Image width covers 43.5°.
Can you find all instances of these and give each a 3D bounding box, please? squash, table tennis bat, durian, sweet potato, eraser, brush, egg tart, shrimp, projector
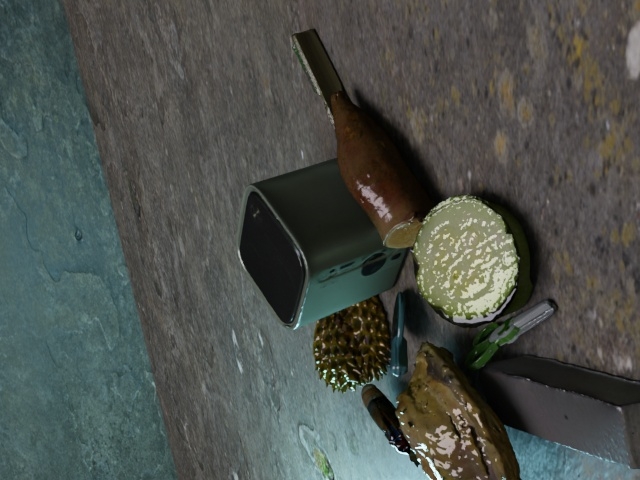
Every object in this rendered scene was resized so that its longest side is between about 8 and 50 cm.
[{"bbox_3d":[0.271,0.031,1.347,0.220,0.133,0.220,11,104,49],"label":"squash"},{"bbox_3d":[0.156,0.189,1.591,0.201,0.033,0.124,-82,-4,-53],"label":"table tennis bat"},{"bbox_3d":[0.060,0.229,1.778,0.153,0.186,0.261,25,143,60],"label":"durian"},{"bbox_3d":[0.092,-0.139,1.483,0.337,0.131,0.131,58,150,18],"label":"sweet potato"},{"bbox_3d":[0.405,0.264,1.273,0.352,0.077,0.111,6,117,59],"label":"eraser"},{"bbox_3d":[0.018,-0.287,1.592,0.282,0.054,0.048,64,161,8],"label":"brush"},{"bbox_3d":[0.236,0.353,1.457,0.352,0.150,0.352,63,175,10],"label":"egg tart"},{"bbox_3d":[0.174,0.413,1.696,0.222,0.054,0.290,52,179,-12],"label":"shrimp"},{"bbox_3d":[0.000,0.000,1.610,0.248,0.249,0.249,53,148,29],"label":"projector"}]

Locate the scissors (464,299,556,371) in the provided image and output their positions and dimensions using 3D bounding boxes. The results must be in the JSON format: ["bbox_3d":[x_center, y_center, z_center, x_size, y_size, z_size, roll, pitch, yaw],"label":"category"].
[{"bbox_3d":[0.319,0.153,1.354,0.027,0.101,0.204,38,138,-6],"label":"scissors"}]
